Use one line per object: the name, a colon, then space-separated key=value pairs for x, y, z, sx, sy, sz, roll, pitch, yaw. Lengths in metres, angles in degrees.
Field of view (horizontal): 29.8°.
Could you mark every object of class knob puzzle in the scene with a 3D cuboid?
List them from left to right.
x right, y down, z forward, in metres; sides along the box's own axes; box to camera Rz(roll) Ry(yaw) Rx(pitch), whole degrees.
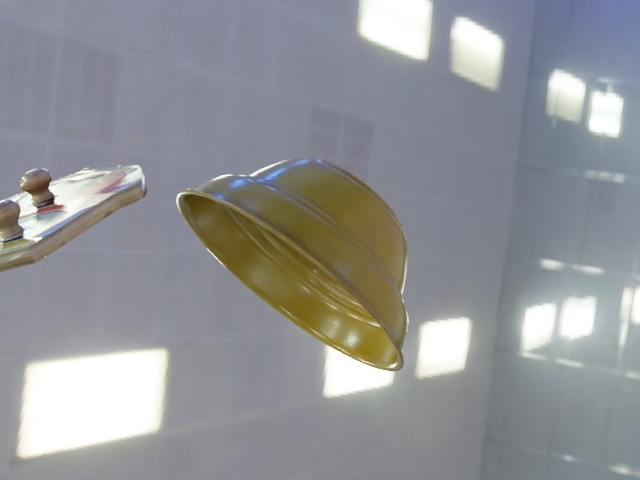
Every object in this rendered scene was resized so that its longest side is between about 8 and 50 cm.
knob puzzle: x=-0.187 y=-0.017 z=0.702 sx=0.213 sy=0.213 sz=0.030 roll=-39 pitch=-67 yaw=-54

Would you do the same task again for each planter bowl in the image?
planter bowl: x=0.000 y=0.000 z=0.931 sx=0.090 sy=0.217 sz=0.217 roll=-53 pitch=-34 yaw=-15
